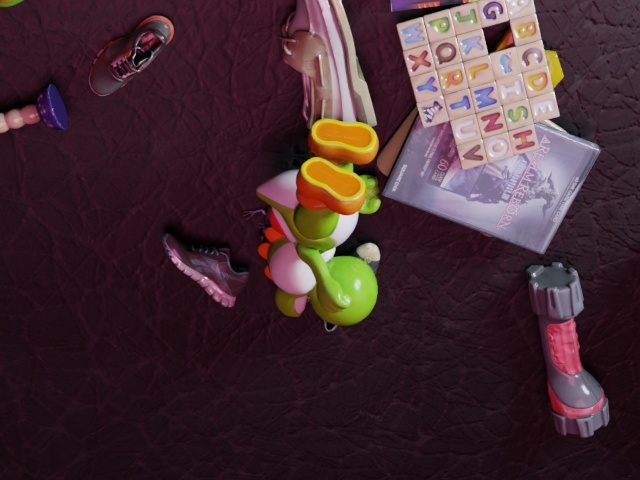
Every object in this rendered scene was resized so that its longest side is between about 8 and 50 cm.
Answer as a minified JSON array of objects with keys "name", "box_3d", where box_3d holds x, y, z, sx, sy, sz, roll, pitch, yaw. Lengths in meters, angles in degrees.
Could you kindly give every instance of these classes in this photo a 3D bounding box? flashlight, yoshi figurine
[{"name":"flashlight","box_3d":[0.414,0.185,2.032,0.103,0.103,0.304,-11,121,6]},{"name":"yoshi figurine","box_3d":[0.028,0.002,1.848,0.203,0.203,0.362,-18,147,-25]}]

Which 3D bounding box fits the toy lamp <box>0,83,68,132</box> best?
[{"name":"toy lamp","box_3d":[-0.518,-0.165,1.818,0.275,0.080,0.080,-15,120,5]}]

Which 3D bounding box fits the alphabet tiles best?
[{"name":"alphabet tiles","box_3d":[0.234,-0.228,1.777,0.198,0.009,0.237,-16,107,3]}]

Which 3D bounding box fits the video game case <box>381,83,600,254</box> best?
[{"name":"video game case","box_3d":[0.256,-0.106,1.854,0.274,0.026,0.196,20,118,-7]}]

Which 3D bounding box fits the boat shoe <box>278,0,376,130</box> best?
[{"name":"boat shoe","box_3d":[-0.006,-0.278,1.739,0.103,0.113,0.302,-17,121,2]}]

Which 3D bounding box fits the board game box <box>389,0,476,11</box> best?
[{"name":"board game box","box_3d":[0.158,-0.412,1.700,0.141,0.048,0.170,-8,121,2]}]

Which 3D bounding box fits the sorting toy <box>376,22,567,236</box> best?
[{"name":"sorting toy","box_3d":[0.260,-0.173,1.856,0.229,0.041,0.307,32,115,-14]}]

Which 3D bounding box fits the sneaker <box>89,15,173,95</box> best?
[{"name":"sneaker","box_3d":[-0.280,-0.263,1.769,0.158,0.065,0.061,-41,114,20]}]

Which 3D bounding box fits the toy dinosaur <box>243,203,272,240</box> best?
[{"name":"toy dinosaur","box_3d":[-0.074,-0.035,1.927,0.090,0.047,0.082,-8,140,-9]}]

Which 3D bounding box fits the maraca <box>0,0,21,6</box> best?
[{"name":"maraca","box_3d":[-0.452,-0.407,1.664,0.127,0.099,0.185,-32,92,8]}]

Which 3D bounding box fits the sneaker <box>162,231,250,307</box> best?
[{"name":"sneaker","box_3d":[-0.181,0.031,1.960,0.076,0.065,0.166,-46,116,5]}]

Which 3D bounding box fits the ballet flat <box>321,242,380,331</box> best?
[{"name":"ballet flat","box_3d":[0.052,0.077,1.990,0.057,0.049,0.173,20,118,-14]}]
